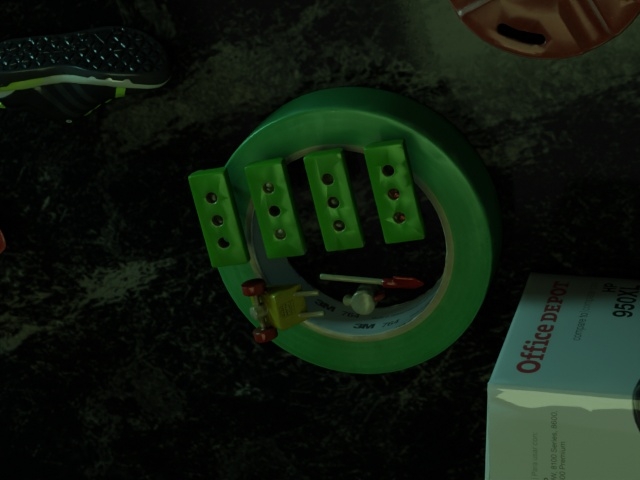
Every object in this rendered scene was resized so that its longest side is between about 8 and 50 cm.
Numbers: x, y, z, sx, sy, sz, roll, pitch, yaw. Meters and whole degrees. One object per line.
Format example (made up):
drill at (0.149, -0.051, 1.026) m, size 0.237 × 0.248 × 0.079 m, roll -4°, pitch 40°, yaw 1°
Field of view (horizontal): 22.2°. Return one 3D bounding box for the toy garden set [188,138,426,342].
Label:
toy garden set at (0.000, 0.000, 1.769) m, size 0.244 × 0.049 × 0.204 m, roll -7°, pitch 109°, yaw 20°

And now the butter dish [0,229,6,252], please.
butter dish at (-0.487, -0.016, 1.959) m, size 0.160 × 0.118 × 0.160 m, roll -19°, pitch 107°, yaw 24°

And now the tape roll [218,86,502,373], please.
tape roll at (0.039, -0.009, 1.821) m, size 0.321 × 0.077 × 0.321 m, roll 7°, pitch 115°, yaw 14°

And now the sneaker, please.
sneaker at (-0.271, -0.181, 1.854) m, size 0.234 × 0.084 × 0.097 m, roll 2°, pitch 138°, yaw 18°

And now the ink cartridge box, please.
ink cartridge box at (0.383, 0.169, 1.673) m, size 0.394 × 0.285 × 0.166 m, roll 3°, pitch 113°, yaw 16°

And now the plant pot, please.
plant pot at (0.228, -0.301, 1.520) m, size 0.272 × 0.265 × 0.272 m, roll 7°, pitch 116°, yaw 14°
